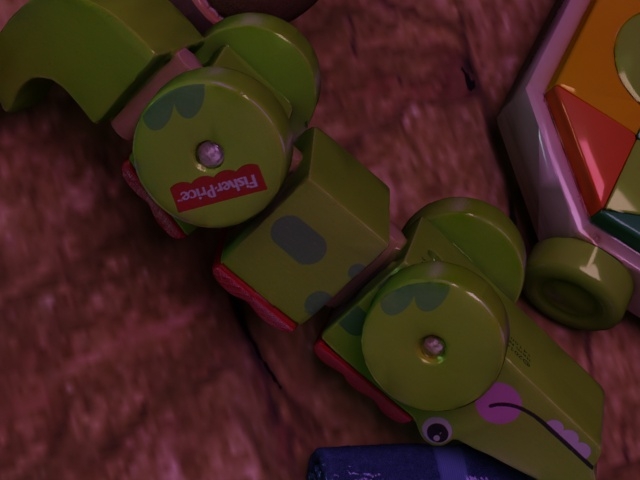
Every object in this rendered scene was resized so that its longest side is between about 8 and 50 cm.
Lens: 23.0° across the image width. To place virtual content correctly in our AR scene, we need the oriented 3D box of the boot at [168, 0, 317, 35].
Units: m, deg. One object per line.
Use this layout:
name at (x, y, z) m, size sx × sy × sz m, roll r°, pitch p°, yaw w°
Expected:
boot at (-0.049, -0.253, 0.789) m, size 0.112 × 0.115 × 0.305 m, roll -5°, pitch 72°, yaw -45°

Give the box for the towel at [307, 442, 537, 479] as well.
towel at (0.053, 0.127, 0.735) m, size 0.119 × 0.029 × 0.067 m, roll 2°, pitch 68°, yaw -18°

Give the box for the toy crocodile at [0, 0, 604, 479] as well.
toy crocodile at (0.000, 0.000, 0.722) m, size 0.340 × 0.105 × 0.115 m, roll 41°, pitch 24°, yaw -11°

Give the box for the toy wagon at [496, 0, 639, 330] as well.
toy wagon at (0.266, -0.024, 0.845) m, size 0.344 × 0.068 × 0.267 m, roll 31°, pitch 63°, yaw -5°
